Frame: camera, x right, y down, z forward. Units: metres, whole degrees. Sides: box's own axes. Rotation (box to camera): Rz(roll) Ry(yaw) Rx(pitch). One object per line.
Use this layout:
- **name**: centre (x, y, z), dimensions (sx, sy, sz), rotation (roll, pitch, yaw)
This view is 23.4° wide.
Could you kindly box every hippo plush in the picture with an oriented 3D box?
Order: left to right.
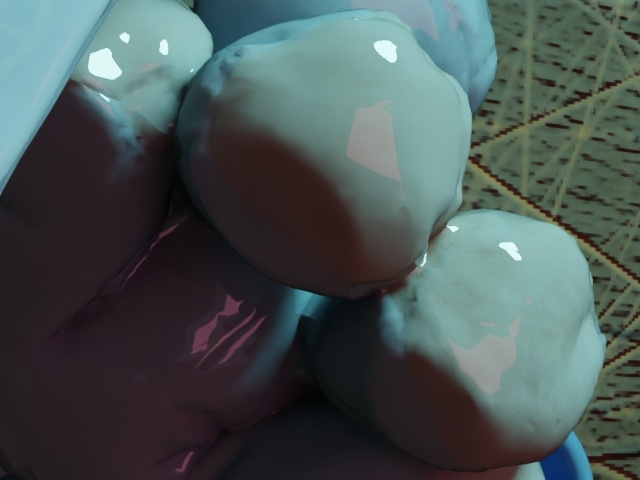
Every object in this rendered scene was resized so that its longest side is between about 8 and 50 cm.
- **hippo plush**: centre (0.000, 0.000, 0.575), dimensions (0.234, 0.294, 0.236), rotation (28, 40, 7)

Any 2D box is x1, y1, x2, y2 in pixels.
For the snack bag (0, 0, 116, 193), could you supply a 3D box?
- **snack bag**: centre (-0.157, -0.175, 0.451), dimensions (0.323, 0.037, 0.342), rotation (25, 73, 8)

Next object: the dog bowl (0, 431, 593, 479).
- **dog bowl**: centre (0.002, 0.127, 0.724), dimensions (0.297, 0.074, 0.166), rotation (6, 97, -28)
